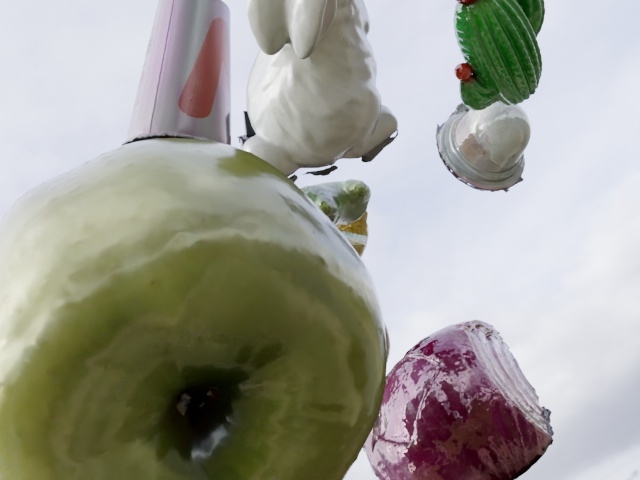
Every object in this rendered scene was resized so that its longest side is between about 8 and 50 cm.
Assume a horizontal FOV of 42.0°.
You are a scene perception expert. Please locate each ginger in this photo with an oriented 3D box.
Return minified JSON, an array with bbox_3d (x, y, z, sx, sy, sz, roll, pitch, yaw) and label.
[{"bbox_3d":[-0.047,-0.034,1.294,0.289,0.137,0.089,-17,-74,-21],"label":"ginger"}]

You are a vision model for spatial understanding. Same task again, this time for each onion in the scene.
[{"bbox_3d":[0.157,0.213,1.102,0.247,0.250,0.111,-28,-49,4],"label":"onion"}]

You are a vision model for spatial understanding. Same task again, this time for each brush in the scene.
[{"bbox_3d":[0.038,0.014,1.574,0.205,0.083,0.011,-59,-19,-72],"label":"brush"}]

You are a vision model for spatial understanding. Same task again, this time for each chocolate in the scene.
[{"bbox_3d":[0.353,-0.222,1.695,0.221,0.221,0.147,-13,-29,-30],"label":"chocolate"}]

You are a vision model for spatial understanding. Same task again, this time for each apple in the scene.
[{"bbox_3d":[-0.165,0.114,0.883,0.473,0.474,0.474,-23,-32,-15],"label":"apple"}]

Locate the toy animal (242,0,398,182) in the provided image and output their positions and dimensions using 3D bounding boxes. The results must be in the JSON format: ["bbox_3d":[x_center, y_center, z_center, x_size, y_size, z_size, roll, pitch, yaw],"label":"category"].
[{"bbox_3d":[-0.019,-0.261,1.079,0.258,0.193,0.357,-53,-33,-35],"label":"toy animal"}]

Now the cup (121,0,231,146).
[{"bbox_3d":[-0.235,-0.279,1.468,0.202,0.289,0.203,3,-15,1],"label":"cup"}]

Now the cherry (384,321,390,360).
[{"bbox_3d":[0.007,0.199,1.512,0.236,0.285,0.213,-7,-81,-46],"label":"cherry"}]

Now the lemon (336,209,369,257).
[{"bbox_3d":[0.000,0.000,1.765,0.244,0.187,0.187,-35,-30,11],"label":"lemon"}]

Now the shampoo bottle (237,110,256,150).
[{"bbox_3d":[-0.109,-0.130,1.512,0.072,0.072,0.214,-13,-75,-30],"label":"shampoo bottle"}]

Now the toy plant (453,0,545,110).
[{"bbox_3d":[0.239,-0.289,1.120,0.154,0.088,0.241,-24,-55,-20],"label":"toy plant"}]
